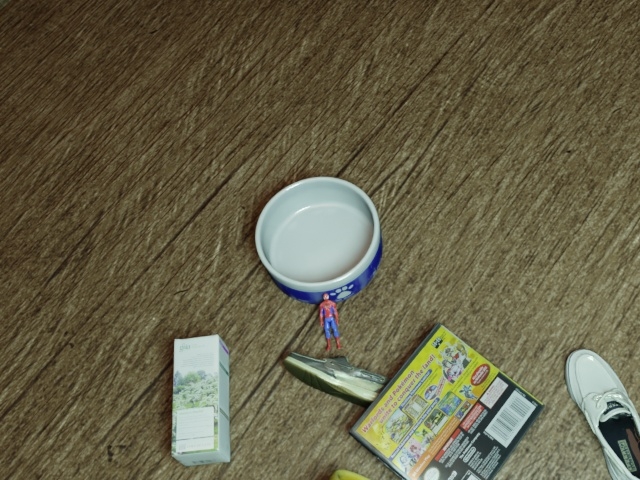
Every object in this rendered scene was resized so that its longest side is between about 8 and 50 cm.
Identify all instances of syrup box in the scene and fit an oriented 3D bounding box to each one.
[{"bbox_3d":[-0.234,0.313,1.436,0.093,0.096,0.237,-8,60,5],"label":"syrup box"}]

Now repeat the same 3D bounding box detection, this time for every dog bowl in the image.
[{"bbox_3d":[0.000,0.000,1.559,0.265,0.104,0.265,-5,61,9],"label":"dog bowl"}]

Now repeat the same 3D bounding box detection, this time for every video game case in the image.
[{"bbox_3d":[0.233,0.329,1.337,0.248,0.035,0.275,38,70,14],"label":"video game case"}]

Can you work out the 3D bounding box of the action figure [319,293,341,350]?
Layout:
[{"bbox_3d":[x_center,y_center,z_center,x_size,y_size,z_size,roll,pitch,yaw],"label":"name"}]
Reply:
[{"bbox_3d":[0.019,0.165,1.478,0.038,0.030,0.115,-9,89,11],"label":"action figure"}]

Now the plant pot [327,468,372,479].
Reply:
[{"bbox_3d":[0.072,0.544,1.181,0.254,0.254,0.239,28,87,23],"label":"plant pot"}]

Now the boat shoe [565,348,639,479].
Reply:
[{"bbox_3d":[0.516,0.310,1.296,0.096,0.088,0.267,-13,60,4],"label":"boat shoe"}]

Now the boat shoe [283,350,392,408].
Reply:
[{"bbox_3d":[0.038,0.264,1.426,0.223,0.080,0.073,21,62,15],"label":"boat shoe"}]
